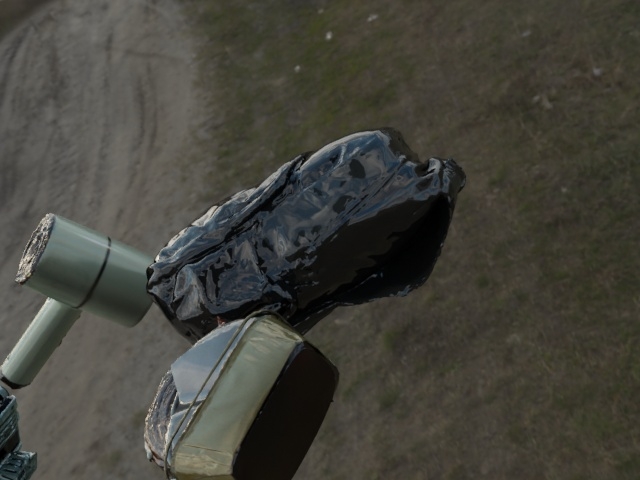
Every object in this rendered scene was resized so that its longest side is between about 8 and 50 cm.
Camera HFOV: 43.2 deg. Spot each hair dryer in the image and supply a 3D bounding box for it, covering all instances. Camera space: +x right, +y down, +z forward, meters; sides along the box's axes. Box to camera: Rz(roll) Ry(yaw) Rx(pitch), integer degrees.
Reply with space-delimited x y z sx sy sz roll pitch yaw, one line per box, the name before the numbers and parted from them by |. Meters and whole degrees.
hair dryer | -0.441 0.134 1.352 0.362 0.203 0.128 -50 32 22

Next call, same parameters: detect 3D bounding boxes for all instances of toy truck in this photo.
toy truck | -0.655 0.359 1.404 0.338 0.184 0.133 -2 21 8

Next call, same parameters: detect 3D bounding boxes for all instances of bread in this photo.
bread | -0.092 0.191 0.904 0.212 0.142 0.224 -5 47 50

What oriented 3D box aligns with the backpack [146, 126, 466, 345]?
backpack | 0.000 0.000 1.150 0.446 0.255 0.363 -34 3 19
